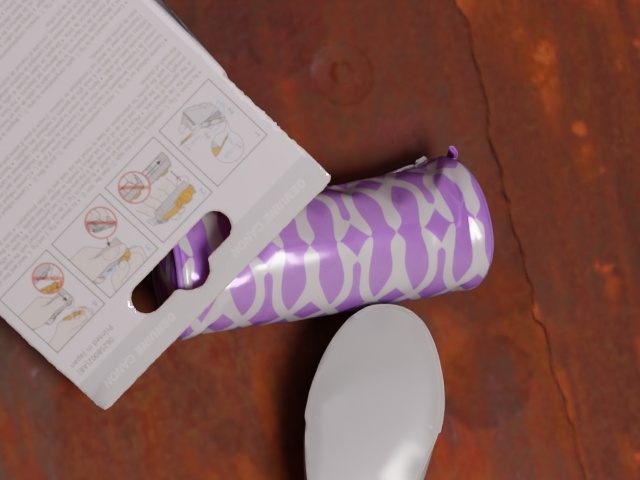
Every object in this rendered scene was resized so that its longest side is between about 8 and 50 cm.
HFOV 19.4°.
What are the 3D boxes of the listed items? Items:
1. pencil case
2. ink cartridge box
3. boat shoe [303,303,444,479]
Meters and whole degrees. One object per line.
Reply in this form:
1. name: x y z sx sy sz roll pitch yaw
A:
1. pencil case: 0.000 0.000 1.077 0.206 0.086 0.088 -10 79 -20
2. ink cartridge box: -0.140 -0.054 1.011 0.232 0.066 0.189 42 101 -12
3. boat shoe: 0.022 0.146 1.069 0.077 0.070 0.219 8 82 -3
